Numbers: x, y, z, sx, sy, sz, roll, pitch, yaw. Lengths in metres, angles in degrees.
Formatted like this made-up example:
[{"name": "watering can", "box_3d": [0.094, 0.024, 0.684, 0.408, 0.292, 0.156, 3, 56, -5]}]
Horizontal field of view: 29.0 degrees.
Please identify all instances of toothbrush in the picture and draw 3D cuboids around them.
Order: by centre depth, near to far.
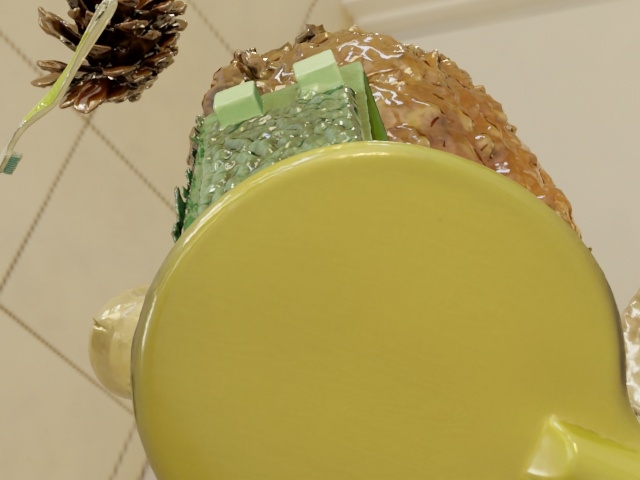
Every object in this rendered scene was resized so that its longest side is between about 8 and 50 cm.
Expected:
[{"name": "toothbrush", "box_3d": [-0.300, -0.171, 1.387, 0.026, 0.263, 0.022, 15, 35, -39]}]

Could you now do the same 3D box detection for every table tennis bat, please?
[{"name": "table tennis bat", "box_3d": [0.090, 0.090, 0.596, 0.054, 0.369, 0.224, -111, -137, -81]}]

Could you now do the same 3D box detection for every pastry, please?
[{"name": "pastry", "box_3d": [0.033, -0.010, 1.162, 0.337, 0.292, 0.405, -25, 67, -38]}, {"name": "pastry", "box_3d": [-0.216, 0.132, 1.569, 0.156, 0.092, 0.156, 1, 89, -29]}]

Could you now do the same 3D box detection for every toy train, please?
[{"name": "toy train", "box_3d": [0.000, 0.000, 0.833, 0.271, 0.159, 0.188, -91, 161, -64]}]

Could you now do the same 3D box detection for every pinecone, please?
[{"name": "pinecone", "box_3d": [-0.289, -0.287, 1.670, 0.229, 0.203, 0.201, -49, 155, -37]}]

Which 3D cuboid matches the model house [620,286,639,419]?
[{"name": "model house", "box_3d": [0.672, 0.136, 1.662, 0.395, 0.445, 0.399, -3, 126, -47]}]
